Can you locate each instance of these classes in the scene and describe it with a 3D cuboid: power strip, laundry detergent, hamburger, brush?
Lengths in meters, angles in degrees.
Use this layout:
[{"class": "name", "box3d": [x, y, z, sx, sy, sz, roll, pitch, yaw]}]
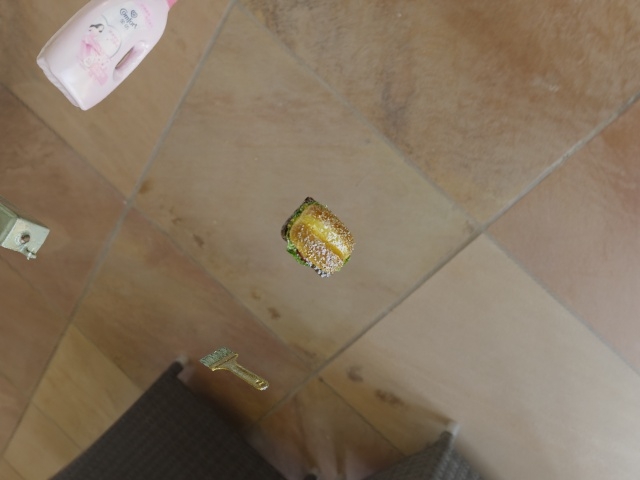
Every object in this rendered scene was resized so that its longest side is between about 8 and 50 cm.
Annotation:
[{"class": "power strip", "box3d": [-0.517, -0.061, 0.976, 0.272, 0.078, 0.052, 31, 86, 22]}, {"class": "laundry detergent", "box3d": [-0.379, -0.407, 1.251, 0.088, 0.335, 0.159, 31, 162, 29]}, {"class": "hamburger", "box3d": [0.000, 0.000, 1.388, 0.166, 0.137, 0.087, 45, 162, -21]}, {"class": "brush", "box3d": [-0.205, 0.318, 1.604, 0.218, 0.082, 0.010, 20, 127, 42]}]
